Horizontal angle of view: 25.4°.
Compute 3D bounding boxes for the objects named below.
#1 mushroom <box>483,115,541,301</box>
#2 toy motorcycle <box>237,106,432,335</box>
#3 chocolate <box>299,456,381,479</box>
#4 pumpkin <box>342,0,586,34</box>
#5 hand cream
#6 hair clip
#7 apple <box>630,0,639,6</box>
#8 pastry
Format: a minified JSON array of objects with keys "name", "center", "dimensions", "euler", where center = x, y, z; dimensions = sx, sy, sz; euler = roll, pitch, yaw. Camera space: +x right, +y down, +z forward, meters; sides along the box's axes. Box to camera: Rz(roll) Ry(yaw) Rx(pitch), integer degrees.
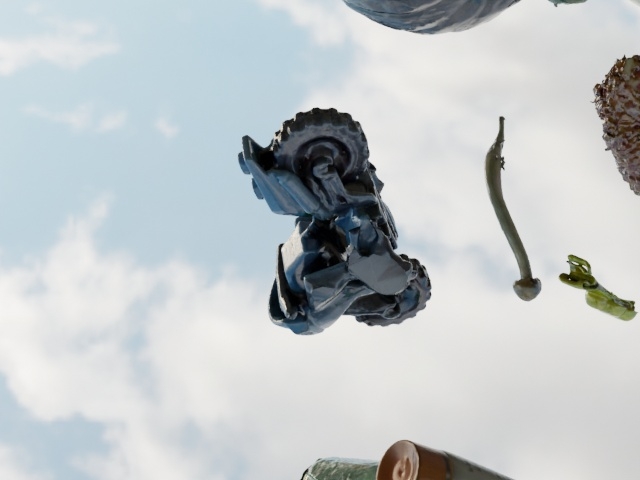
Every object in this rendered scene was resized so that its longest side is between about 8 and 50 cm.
[{"name":"mushroom","center":[0.252,-0.057,1.927],"dimensions":[0.043,0.068,0.306],"euler":[-14,-122,11]},{"name":"toy motorcycle","center":[0.000,0.000,1.927],"dimensions":[0.232,0.416,0.172],"euler":[-19,-134,8]},{"name":"chocolate","center":[0.086,0.353,1.987],"dimensions":[0.110,0.110,0.291],"euler":[-13,180,-34]},{"name":"pumpkin","center":[0.118,-0.259,1.078],"dimensions":[0.248,0.248,0.248],"euler":[6,-153,-3]},{"name":"hand cream","center":[0.212,0.336,1.836],"dimensions":[0.314,0.139,0.089],"euler":[20,-118,-30]},{"name":"hair clip","center":[0.416,0.080,2.102],"dimensions":[0.072,0.046,0.173],"euler":[25,173,43]},{"name":"apple","center":[0.513,-0.484,1.684],"dimensions":[0.473,0.473,0.473],"euler":[6,-153,-3]},{"name":"pastry","center":[0.336,-0.121,1.515],"dimensions":[0.087,0.169,0.063],"euler":[-32,-158,-25]}]
